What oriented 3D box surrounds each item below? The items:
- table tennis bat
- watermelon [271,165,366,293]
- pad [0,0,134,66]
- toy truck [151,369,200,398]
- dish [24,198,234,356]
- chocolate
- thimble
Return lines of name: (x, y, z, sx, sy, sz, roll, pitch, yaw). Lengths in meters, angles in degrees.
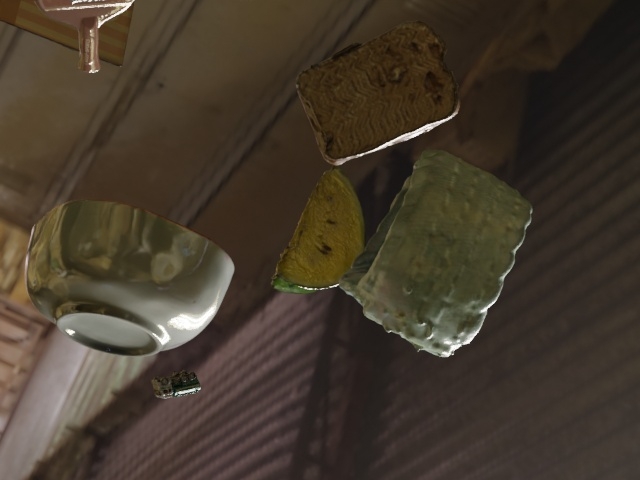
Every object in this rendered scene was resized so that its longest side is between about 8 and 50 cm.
table tennis bat: (-0.243, -0.270, 1.206, 0.170, 0.108, 0.119, 102, -27, -49)
watermelon: (0.000, 0.000, 2.060, 0.123, 0.129, 0.301, -5, -139, 27)
pad: (-0.335, -0.395, 1.632, 0.005, 0.202, 0.299, -31, -134, 53)
toy truck: (-0.254, 0.254, 2.119, 0.039, 0.083, 0.044, -1, -82, 58)
dish: (-0.238, 0.062, 1.441, 0.256, 0.256, 0.117, -38, -145, 57)
chocolate: (0.084, -0.204, 1.665, 0.214, 0.148, 0.093, -21, -177, 9)
thimble: (0.141, 0.013, 1.488, 0.250, 0.172, 0.205, -60, 179, -27)
